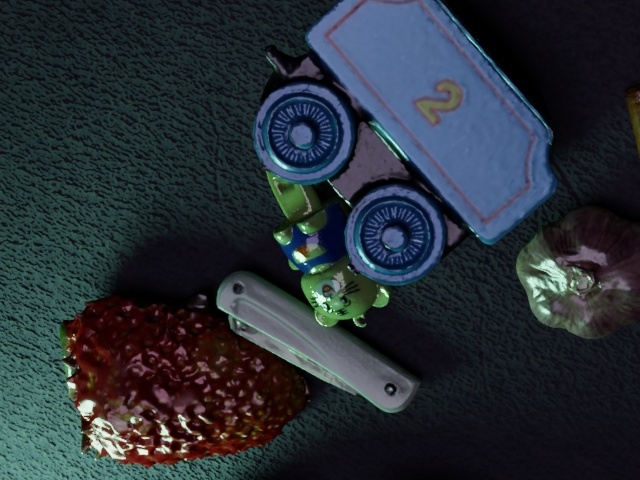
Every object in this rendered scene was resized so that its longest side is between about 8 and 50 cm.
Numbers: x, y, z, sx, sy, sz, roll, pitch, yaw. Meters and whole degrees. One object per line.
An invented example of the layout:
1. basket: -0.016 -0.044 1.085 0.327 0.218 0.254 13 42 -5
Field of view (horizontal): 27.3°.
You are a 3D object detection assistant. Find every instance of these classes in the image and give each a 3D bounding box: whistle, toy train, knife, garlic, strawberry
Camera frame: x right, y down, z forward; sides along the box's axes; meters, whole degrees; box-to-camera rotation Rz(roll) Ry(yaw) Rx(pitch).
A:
1. whistle: 0.000 0.000 1.508 0.105 0.085 0.227 -22 101 29
2. toy train: 0.086 -0.123 1.374 0.265 0.188 0.300 -41 95 12
3. knife: -0.007 0.123 1.572 0.265 0.040 0.073 30 87 2
4. garlic: 0.289 0.037 1.422 0.159 0.102 0.147 -4 110 20
5. strawberry: -0.179 0.176 1.607 0.306 0.138 0.234 -7 107 21

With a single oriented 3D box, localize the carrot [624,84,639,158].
1. carrot: 0.360 -0.087 1.381 0.055 0.055 0.162 -18 102 23
